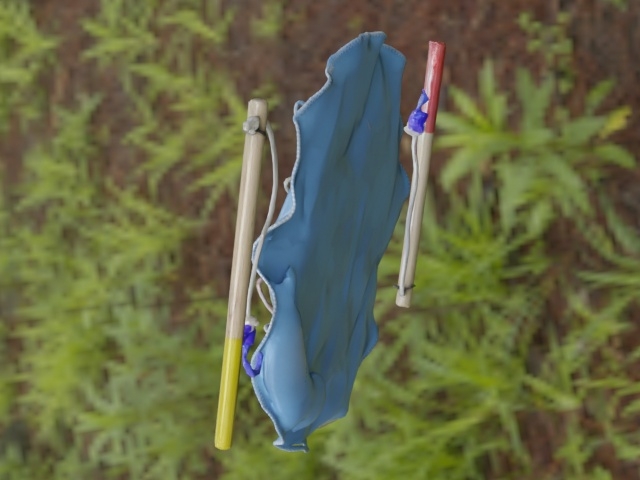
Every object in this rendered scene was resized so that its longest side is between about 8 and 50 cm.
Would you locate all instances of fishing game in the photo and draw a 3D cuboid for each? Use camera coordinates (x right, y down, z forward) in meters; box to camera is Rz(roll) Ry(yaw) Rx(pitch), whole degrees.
[{"bbox_3d":[0.000,0.000,0.860,0.041,0.264,0.189,11,108,16],"label":"fishing game"}]
